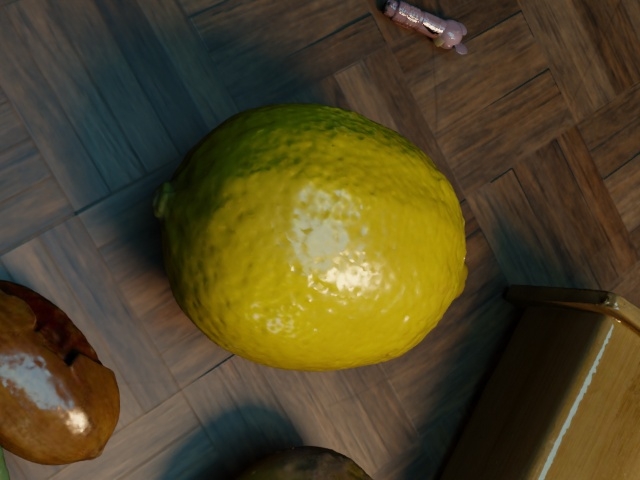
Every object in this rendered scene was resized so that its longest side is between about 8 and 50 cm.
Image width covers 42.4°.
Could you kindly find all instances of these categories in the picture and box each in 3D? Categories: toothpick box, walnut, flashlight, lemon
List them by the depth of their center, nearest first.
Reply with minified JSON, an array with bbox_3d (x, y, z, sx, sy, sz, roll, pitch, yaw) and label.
[{"bbox_3d":[-0.258,0.108,0.710,0.207,0.116,0.116,45,70,-6],"label":"walnut"},{"bbox_3d":[0.000,0.000,0.759,0.319,0.245,0.245,14,80,-26],"label":"lemon"},{"bbox_3d":[0.259,0.224,0.901,0.190,0.187,0.308,34,77,-20],"label":"toothpick box"},{"bbox_3d":[0.120,-0.247,0.949,0.110,0.031,0.052,18,55,-19],"label":"flashlight"}]

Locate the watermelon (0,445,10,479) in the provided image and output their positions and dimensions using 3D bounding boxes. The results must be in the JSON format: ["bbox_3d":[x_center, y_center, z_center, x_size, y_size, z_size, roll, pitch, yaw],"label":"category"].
[{"bbox_3d":[-0.376,0.142,0.591,0.232,0.193,0.310,-46,112,-36],"label":"watermelon"}]

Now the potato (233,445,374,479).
[{"bbox_3d":[-0.011,0.327,0.758,0.229,0.229,0.266,-11,86,-25],"label":"potato"}]
